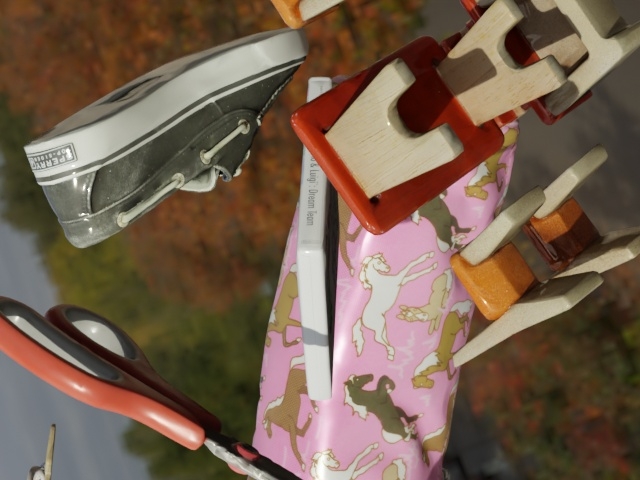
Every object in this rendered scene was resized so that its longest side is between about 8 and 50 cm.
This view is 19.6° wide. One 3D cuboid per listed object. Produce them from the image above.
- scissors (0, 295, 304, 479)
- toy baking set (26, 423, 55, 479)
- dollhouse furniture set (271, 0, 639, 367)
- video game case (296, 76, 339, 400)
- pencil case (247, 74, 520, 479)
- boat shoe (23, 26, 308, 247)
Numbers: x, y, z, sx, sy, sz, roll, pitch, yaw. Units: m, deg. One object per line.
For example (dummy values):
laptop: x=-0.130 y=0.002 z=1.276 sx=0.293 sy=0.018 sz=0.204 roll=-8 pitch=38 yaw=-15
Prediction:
scissors: x=-0.062 y=0.113 z=1.014 sx=0.297 sy=0.021 sz=0.109 roll=34 pitch=-168 yaw=21
toy baking set: x=-0.259 y=0.299 z=1.624 sx=0.197 sy=0.030 sz=0.256 roll=-96 pitch=13 yaw=-64
dollhouse furniture set: x=0.077 y=-0.083 z=1.086 sx=0.135 sy=0.259 sz=0.262 roll=-35 pitch=89 yaw=42
video game case: x=0.000 y=0.000 z=1.184 sx=0.157 sy=0.019 sz=0.143 roll=86 pitch=-174 yaw=-51
pencil case: x=0.052 y=0.052 z=1.518 sx=0.167 sy=0.160 sz=0.386 roll=-2 pitch=-75 yaw=-60
boat shoe: x=-0.079 y=-0.063 z=1.059 sx=0.078 sy=0.219 sz=0.070 roll=-7 pitch=110 yaw=43
